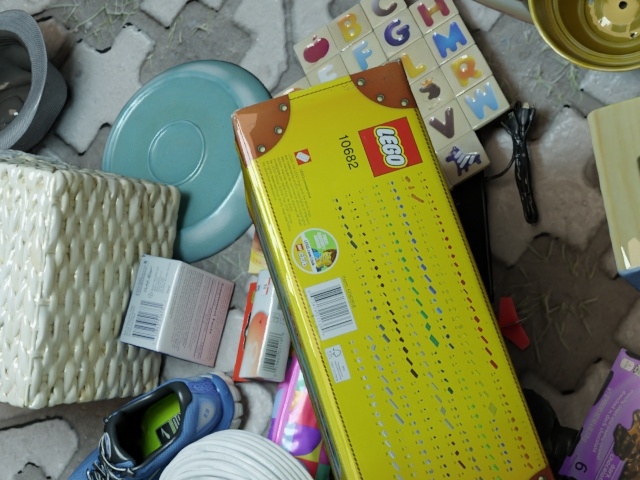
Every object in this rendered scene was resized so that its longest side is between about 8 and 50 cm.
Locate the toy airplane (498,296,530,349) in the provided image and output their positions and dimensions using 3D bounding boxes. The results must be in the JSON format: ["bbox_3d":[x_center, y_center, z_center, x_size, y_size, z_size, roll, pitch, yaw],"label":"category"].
[{"bbox_3d":[0.195,0.120,1.643,0.151,0.028,0.151,3,97,29],"label":"toy airplane"}]

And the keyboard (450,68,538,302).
[{"bbox_3d":[0.196,-0.071,1.704,0.201,0.033,0.317,-13,71,31],"label":"keyboard"}]

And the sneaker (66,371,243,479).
[{"bbox_3d":[-0.264,0.286,1.783,0.330,0.147,0.130,-44,60,16],"label":"sneaker"}]

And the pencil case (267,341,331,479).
[{"bbox_3d":[-0.016,0.205,1.701,0.104,0.104,0.236,6,79,30],"label":"pencil case"}]

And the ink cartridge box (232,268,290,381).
[{"bbox_3d":[-0.088,0.113,1.743,0.179,0.045,0.145,-11,67,63],"label":"ink cartridge box"}]

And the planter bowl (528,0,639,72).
[{"bbox_3d":[0.371,-0.303,1.629,0.217,0.090,0.217,-2,82,17],"label":"planter bowl"}]

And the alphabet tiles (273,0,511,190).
[{"bbox_3d":[0.088,-0.186,1.766,0.285,0.011,0.343,-32,57,14],"label":"alphabet tiles"}]

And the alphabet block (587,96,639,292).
[{"bbox_3d":[0.430,-0.054,1.478,0.193,0.192,0.197,-15,68,22],"label":"alphabet block"}]

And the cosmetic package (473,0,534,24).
[{"bbox_3d":[0.201,-0.399,1.638,0.153,0.296,0.129,31,90,33],"label":"cosmetic package"}]

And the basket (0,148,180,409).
[{"bbox_3d":[-0.388,0.045,1.797,0.266,0.328,0.331,7,91,26],"label":"basket"}]

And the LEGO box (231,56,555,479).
[{"bbox_3d":[0.072,0.113,1.456,0.193,0.372,0.500,-17,76,-4],"label":"LEGO box"}]

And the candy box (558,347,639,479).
[{"bbox_3d":[0.396,0.239,1.479,0.196,0.070,0.165,27,89,32],"label":"candy box"}]

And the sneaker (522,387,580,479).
[{"bbox_3d":[0.253,0.267,1.565,0.089,0.051,0.170,15,79,31],"label":"sneaker"}]

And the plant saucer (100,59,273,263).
[{"bbox_3d":[-0.203,-0.123,1.932,0.317,0.043,0.318,-8,72,26],"label":"plant saucer"}]

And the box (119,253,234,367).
[{"bbox_3d":[-0.195,0.098,1.806,0.072,0.137,0.126,9,80,32],"label":"box"}]

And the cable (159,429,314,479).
[{"bbox_3d":[-0.094,0.364,1.647,0.257,0.089,0.257,54,131,8],"label":"cable"}]

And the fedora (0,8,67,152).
[{"bbox_3d":[-0.497,-0.221,2.072,0.275,0.124,0.244,-33,62,19],"label":"fedora"}]

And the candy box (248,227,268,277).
[{"bbox_3d":[0.000,0.000,1.777,0.186,0.053,0.109,0,74,30],"label":"candy box"}]
